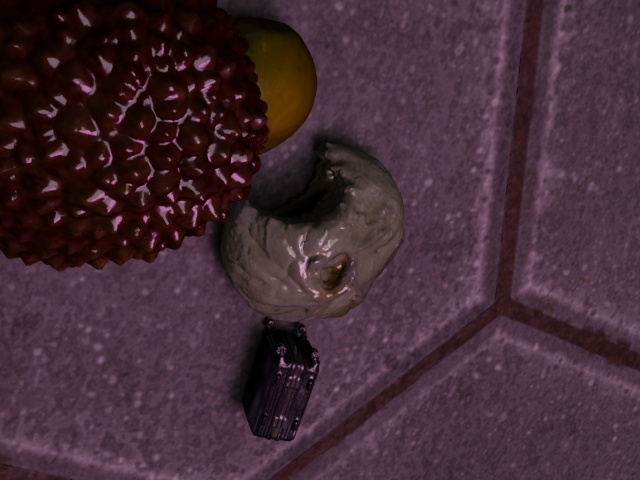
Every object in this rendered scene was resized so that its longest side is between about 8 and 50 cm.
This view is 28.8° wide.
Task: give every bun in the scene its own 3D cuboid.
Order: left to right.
[{"bbox_3d":[0.000,0.000,1.344,0.203,0.126,0.213,31,97,-40],"label":"bun"}]

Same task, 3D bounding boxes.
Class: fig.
[{"bbox_3d":[-0.071,-0.148,1.230,0.136,0.120,0.153,48,62,-43],"label":"fig"}]

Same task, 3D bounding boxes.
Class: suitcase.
[{"bbox_3d":[-0.047,0.163,1.431,0.059,0.086,0.126,12,109,-18],"label":"suitcase"}]

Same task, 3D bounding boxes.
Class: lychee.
[{"bbox_3d":[-0.204,-0.120,1.055,0.306,0.330,0.306,-9,102,-50],"label":"lychee"}]
